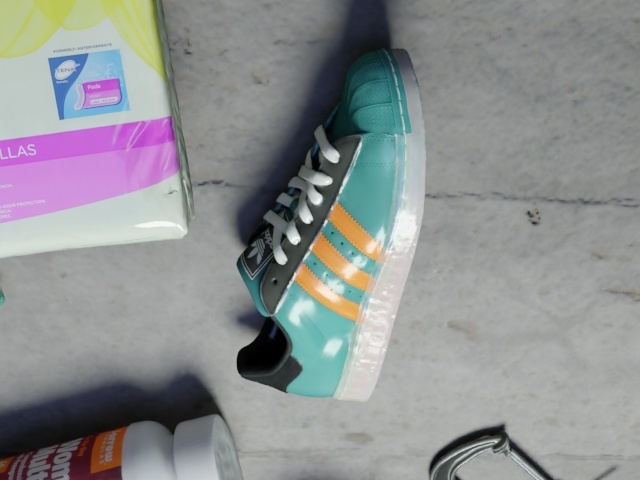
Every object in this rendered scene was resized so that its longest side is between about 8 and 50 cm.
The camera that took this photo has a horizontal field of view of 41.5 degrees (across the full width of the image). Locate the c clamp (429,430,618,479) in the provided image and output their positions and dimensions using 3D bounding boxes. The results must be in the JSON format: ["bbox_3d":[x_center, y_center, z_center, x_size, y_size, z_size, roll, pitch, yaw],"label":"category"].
[{"bbox_3d":[0.192,0.237,0.834,0.160,0.022,0.137,37,113,-22],"label":"c clamp"}]

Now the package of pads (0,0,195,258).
[{"bbox_3d":[-0.215,-0.135,0.530,0.229,0.101,0.297,-7,100,-3],"label":"package of pads"}]

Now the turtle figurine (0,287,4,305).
[{"bbox_3d":[-0.337,0.072,0.655,0.175,0.118,0.234,-27,123,-38],"label":"turtle figurine"}]

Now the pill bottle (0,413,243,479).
[{"bbox_3d":[-0.184,0.228,0.738,0.221,0.121,0.121,-16,117,3],"label":"pill bottle"}]

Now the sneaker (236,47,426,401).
[{"bbox_3d":[0.000,0.000,0.646,0.121,0.108,0.302,3,118,-11],"label":"sneaker"}]
